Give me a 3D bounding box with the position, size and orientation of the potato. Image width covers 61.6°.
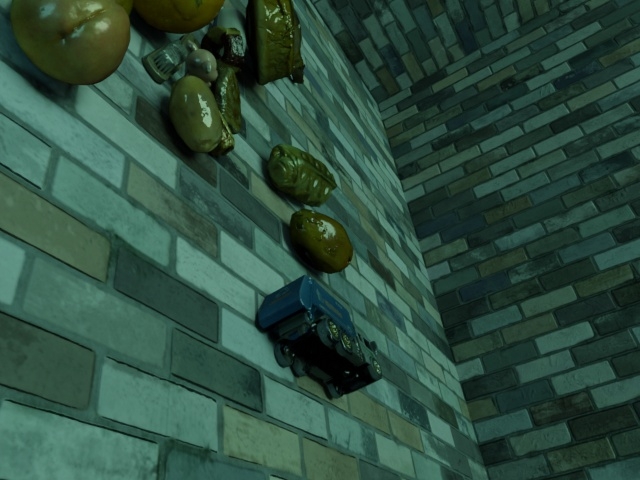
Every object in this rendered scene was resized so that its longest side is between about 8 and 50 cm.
[{"bbox_3d":[-0.280,-0.280,1.198,0.118,0.109,0.178,149,-78,-75],"label":"potato"}]

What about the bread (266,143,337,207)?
[{"bbox_3d":[-0.062,-0.199,1.627,0.267,0.130,0.152,25,49,-59],"label":"bread"}]

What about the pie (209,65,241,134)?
[{"bbox_3d":[-0.251,-0.365,1.420,0.193,0.079,0.163,-85,159,-49],"label":"pie"}]

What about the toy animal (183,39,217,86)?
[{"bbox_3d":[-0.288,-0.386,1.267,0.083,0.150,0.089,20,38,-3],"label":"toy animal"}]

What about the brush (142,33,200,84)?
[{"bbox_3d":[-0.345,-0.469,1.325,0.070,0.065,0.327,53,22,-23],"label":"brush"}]

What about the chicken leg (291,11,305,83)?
[{"bbox_3d":[-0.144,-0.698,2.019,0.409,0.182,0.295,60,22,-65],"label":"chicken leg"}]

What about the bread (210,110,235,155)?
[{"bbox_3d":[-0.256,-0.270,1.298,0.053,0.074,0.132,-28,91,-34],"label":"bread"}]

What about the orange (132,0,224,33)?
[{"bbox_3d":[-0.340,-0.609,1.246,0.246,0.246,0.246,51,24,-34],"label":"orange"}]

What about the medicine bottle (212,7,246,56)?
[{"bbox_3d":[-0.273,-0.609,1.608,0.103,0.102,0.187,46,28,-43],"label":"medicine bottle"}]

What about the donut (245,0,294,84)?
[{"bbox_3d":[-0.157,-0.661,1.714,0.330,0.160,0.330,169,-90,-81],"label":"donut"}]

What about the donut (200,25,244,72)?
[{"bbox_3d":[-0.272,-0.521,1.472,0.059,0.140,0.140,-4,70,-60],"label":"donut"}]

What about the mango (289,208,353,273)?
[{"bbox_3d":[0.000,0.000,1.557,0.248,0.151,0.156,41,0,-39],"label":"mango"}]

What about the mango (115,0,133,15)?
[{"bbox_3d":[-0.443,-0.458,1.015,0.136,0.099,0.227,63,27,-19],"label":"mango"}]

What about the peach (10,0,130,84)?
[{"bbox_3d":[-0.403,-0.342,0.872,0.184,0.184,0.184,51,24,-34],"label":"peach"}]

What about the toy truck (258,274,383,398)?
[{"bbox_3d":[0.008,0.233,1.273,0.367,0.146,0.175,47,22,-41],"label":"toy truck"}]
